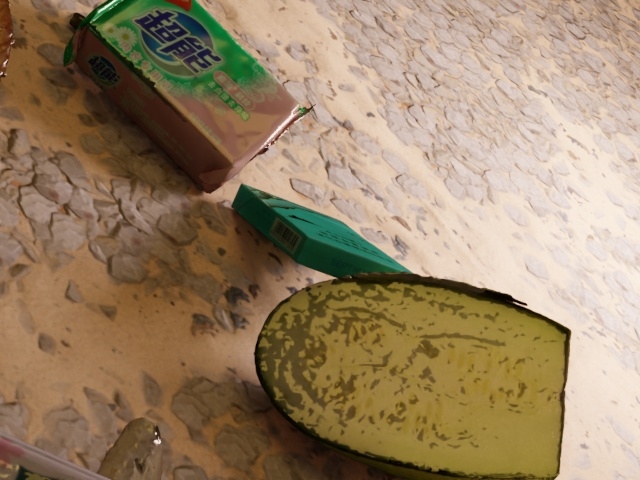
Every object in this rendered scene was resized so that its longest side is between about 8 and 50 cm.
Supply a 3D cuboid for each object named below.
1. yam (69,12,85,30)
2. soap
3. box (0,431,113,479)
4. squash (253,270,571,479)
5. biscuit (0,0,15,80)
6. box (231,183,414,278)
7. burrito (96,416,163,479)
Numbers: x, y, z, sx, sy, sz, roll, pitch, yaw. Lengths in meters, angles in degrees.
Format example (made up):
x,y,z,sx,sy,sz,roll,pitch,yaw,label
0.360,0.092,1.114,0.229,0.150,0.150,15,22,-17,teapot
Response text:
x,y,z,sx,sy,sz,roll,pitch,yaw,label
-0.236,-0.216,1.792,0.234,0.029,0.027,42,61,-1,yam
-0.168,-0.203,1.741,0.273,0.098,0.218,45,49,0,soap
-0.265,0.253,1.077,0.369,0.112,0.190,24,45,-1,box
0.094,0.146,1.528,0.309,0.210,0.234,28,59,-28,squash
-0.482,-0.267,1.531,0.305,0.038,0.305,22,55,-34,biscuit
0.000,0.000,1.669,0.161,0.042,0.226,22,8,-28,box
-0.205,0.262,1.226,0.060,0.087,0.226,15,37,10,burrito
